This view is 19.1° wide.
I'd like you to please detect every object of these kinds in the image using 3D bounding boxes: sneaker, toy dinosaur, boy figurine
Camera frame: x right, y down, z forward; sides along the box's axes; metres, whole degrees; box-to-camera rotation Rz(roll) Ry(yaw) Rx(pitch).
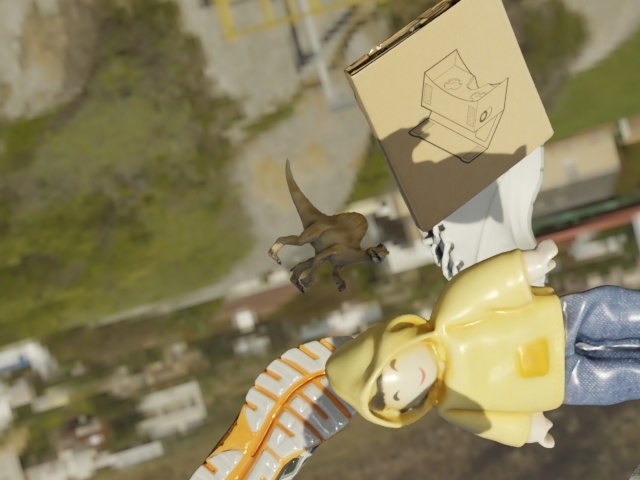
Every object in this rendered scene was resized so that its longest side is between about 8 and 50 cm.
[{"bbox_3d":[-0.039,0.167,1.642,0.215,0.084,0.083,-46,172,-2],"label":"sneaker"},{"bbox_3d":[0.000,0.000,1.814,0.092,0.053,0.183,-42,-135,-8],"label":"toy dinosaur"},{"bbox_3d":[0.147,0.082,1.458,0.285,0.177,0.092,-2,-154,-13],"label":"boy figurine"},{"bbox_3d":[0.159,0.005,1.931,0.129,0.297,0.111,7,149,-12],"label":"sneaker"}]

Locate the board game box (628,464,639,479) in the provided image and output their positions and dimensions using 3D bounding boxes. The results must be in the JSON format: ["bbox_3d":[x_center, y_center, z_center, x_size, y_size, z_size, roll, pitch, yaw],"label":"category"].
[{"bbox_3d":[0.343,0.256,1.632,0.026,0.154,0.103,-47,-155,-19],"label":"board game box"}]

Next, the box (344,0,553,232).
[{"bbox_3d":[0.123,-0.127,1.761,0.164,0.201,0.021,-36,-140,-11],"label":"box"}]
